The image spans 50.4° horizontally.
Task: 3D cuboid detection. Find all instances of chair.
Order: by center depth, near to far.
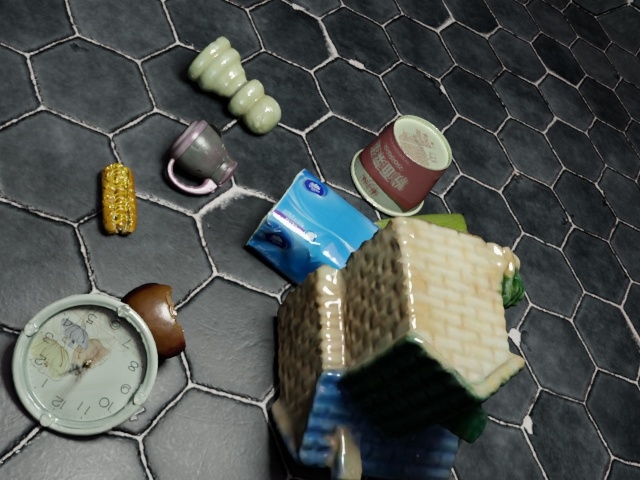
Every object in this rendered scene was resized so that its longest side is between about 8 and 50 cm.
[{"bbox_3d":[-0.252,-0.253,1.611,0.042,0.037,0.086,36,42,-23],"label":"chair"}]

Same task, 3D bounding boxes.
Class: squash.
[{"bbox_3d":[0.253,0.026,1.759,0.260,0.189,0.189,-8,59,4],"label":"squash"}]

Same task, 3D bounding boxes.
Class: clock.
[{"bbox_3d":[-0.396,0.209,1.160,0.236,0.053,0.236,1,87,-10],"label":"clock"}]

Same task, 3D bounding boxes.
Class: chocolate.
[{"bbox_3d":[-0.300,0.154,1.245,0.127,0.124,0.133,-40,57,-14],"label":"chocolate"}]

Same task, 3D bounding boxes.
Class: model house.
[{"bbox_3d":[0.164,0.250,1.270,0.395,0.445,0.400,20,50,-23],"label":"model house"}]

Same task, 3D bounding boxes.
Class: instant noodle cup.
[{"bbox_3d":[0.219,-0.204,1.781,0.234,0.178,0.235,16,50,-21],"label":"instant noodle cup"}]

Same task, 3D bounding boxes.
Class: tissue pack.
[{"bbox_3d":[0.000,0.000,1.529,0.263,0.146,0.198,37,47,-5],"label":"tissue pack"}]

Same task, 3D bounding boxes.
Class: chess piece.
[{"bbox_3d":[-0.199,-0.364,1.667,0.243,0.133,0.133,46,47,-4],"label":"chess piece"}]

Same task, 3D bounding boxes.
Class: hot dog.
[{"bbox_3d":[-0.412,-0.086,1.392,0.071,0.045,0.165,5,59,-28],"label":"hot dog"}]

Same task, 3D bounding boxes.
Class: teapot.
[{"bbox_3d":[-0.260,-0.177,1.508,0.146,0.116,0.148,41,42,-16],"label":"teapot"}]
